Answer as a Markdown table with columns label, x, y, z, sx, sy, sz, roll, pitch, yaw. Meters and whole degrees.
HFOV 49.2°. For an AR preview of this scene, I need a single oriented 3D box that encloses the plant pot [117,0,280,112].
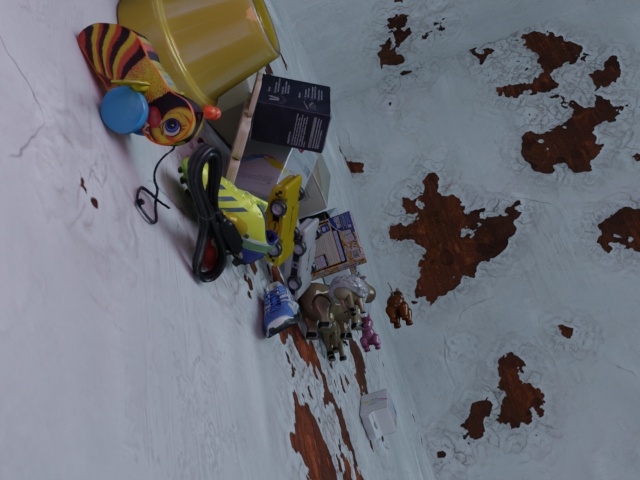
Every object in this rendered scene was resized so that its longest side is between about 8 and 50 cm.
| label | x | y | z | sx | sy | sz | roll | pitch | yaw |
| --- | --- | --- | --- | --- | --- | --- | --- | --- | --- |
| plant pot | -0.215 | -0.383 | 1.332 | 0.254 | 0.238 | 0.254 | -19 | 90 | -80 |

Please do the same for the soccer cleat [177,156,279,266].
| label | x | y | z | sx | sy | sz | roll | pitch | yaw |
| --- | --- | --- | --- | --- | --- | --- | --- | --- | --- |
| soccer cleat | -0.165 | -0.066 | 1.294 | 0.093 | 0.121 | 0.289 | 57 | -4 | 41 |

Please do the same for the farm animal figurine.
| label | x | y | z | sx | sy | sz | roll | pitch | yaw |
| --- | --- | --- | --- | --- | --- | --- | --- | --- | --- |
| farm animal figurine | 0.060 | 0.178 | 1.841 | 0.326 | 0.330 | 0.172 | 17 | 51 | -42 |

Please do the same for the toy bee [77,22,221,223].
| label | x | y | z | sx | sy | sz | roll | pitch | yaw |
| --- | --- | --- | --- | --- | --- | --- | --- | --- | --- |
| toy bee | -0.242 | -0.206 | 1.081 | 0.195 | 0.162 | 0.298 | -92 | 160 | -64 |

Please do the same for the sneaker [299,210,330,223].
| label | x | y | z | sx | sy | sz | roll | pitch | yaw |
| --- | --- | --- | --- | --- | --- | --- | --- | --- | --- |
| sneaker | 0.000 | 0.000 | 2.103 | 0.222 | 0.118 | 0.083 | 56 | 17 | -54 |

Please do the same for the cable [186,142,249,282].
| label | x | y | z | sx | sy | sz | roll | pitch | yaw |
| --- | --- | --- | --- | --- | --- | --- | --- | --- | --- |
| cable | -0.191 | -0.037 | 1.150 | 0.072 | 0.139 | 0.287 | 28 | -25 | 29 |

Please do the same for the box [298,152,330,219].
| label | x | y | z | sx | sy | sz | roll | pitch | yaw |
| --- | --- | --- | --- | --- | --- | --- | --- | --- | --- |
| box | -0.059 | -0.170 | 2.040 | 0.311 | 0.147 | 0.121 | -86 | 155 | -69 |

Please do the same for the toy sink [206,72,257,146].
| label | x | y | z | sx | sy | sz | roll | pitch | yaw |
| --- | --- | --- | --- | --- | --- | --- | --- | --- | --- |
| toy sink | -0.181 | -0.309 | 1.687 | 0.234 | 0.131 | 0.153 | 44 | 28 | -58 |

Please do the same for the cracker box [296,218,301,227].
| label | x | y | z | sx | sy | sz | roll | pitch | yaw |
| --- | --- | --- | --- | --- | --- | --- | --- | --- | --- |
| cracker box | -0.105 | -0.043 | 1.770 | 0.156 | 0.067 | 0.232 | -98 | 166 | -47 |

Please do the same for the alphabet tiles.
| label | x | y | z | sx | sy | sz | roll | pitch | yaw |
| --- | --- | --- | --- | --- | --- | --- | --- | --- | --- |
| alphabet tiles | -0.164 | -0.204 | 1.414 | 0.284 | 0.021 | 0.278 | -97 | -156 | -65 |

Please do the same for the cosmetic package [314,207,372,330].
| label | x | y | z | sx | sy | sz | roll | pitch | yaw |
| --- | --- | --- | --- | --- | --- | --- | --- | --- | --- |
| cosmetic package | 0.068 | 0.090 | 2.379 | 0.284 | 0.097 | 0.378 | -63 | 133 | -80 |

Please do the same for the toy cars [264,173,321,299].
| label | x | y | z | sx | sy | sz | roll | pitch | yaw |
| --- | --- | --- | --- | --- | --- | --- | --- | --- | --- |
| toy cars | -0.078 | -0.007 | 1.542 | 0.394 | 0.087 | 0.177 | 68 | 43 | -64 |

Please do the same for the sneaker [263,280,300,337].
| label | x | y | z | sx | sy | sz | roll | pitch | yaw |
| --- | --- | --- | --- | --- | --- | --- | --- | --- | --- |
| sneaker | -0.094 | 0.145 | 1.485 | 0.081 | 0.080 | 0.211 | 63 | 1 | -8 |

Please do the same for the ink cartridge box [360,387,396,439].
| label | x | y | z | sx | sy | sz | roll | pitch | yaw |
| --- | --- | --- | --- | --- | --- | --- | --- | --- | --- |
| ink cartridge box | 0.178 | 0.533 | 2.137 | 0.143 | 0.089 | 0.092 | -71 | 141 | -75 |

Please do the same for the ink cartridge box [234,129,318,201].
| label | x | y | z | sx | sy | sz | roll | pitch | yaw |
| --- | --- | --- | --- | --- | --- | --- | --- | --- | --- |
| ink cartridge box | -0.109 | -0.157 | 1.593 | 0.176 | 0.127 | 0.128 | -69 | 154 | -17 |

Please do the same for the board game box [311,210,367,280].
| label | x | y | z | sx | sy | sz | roll | pitch | yaw |
| --- | --- | --- | --- | --- | --- | --- | --- | --- | --- |
| board game box | 0.014 | 0.020 | 1.929 | 0.045 | 0.193 | 0.147 | 44 | 29 | -70 |

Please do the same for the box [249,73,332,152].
| label | x | y | z | sx | sy | sz | roll | pitch | yaw |
| --- | --- | --- | --- | --- | --- | --- | --- | --- | --- |
| box | -0.062 | -0.272 | 1.486 | 0.156 | 0.158 | 0.093 | -89 | -168 | -56 |
